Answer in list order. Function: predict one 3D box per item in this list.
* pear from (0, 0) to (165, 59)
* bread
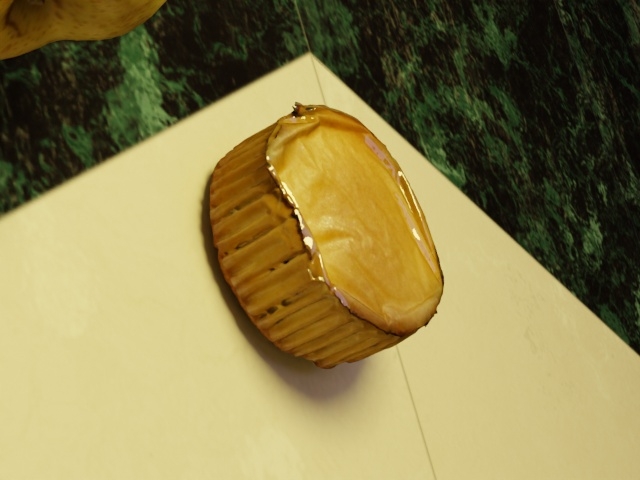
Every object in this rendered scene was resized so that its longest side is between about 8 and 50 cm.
[{"bbox_3d":[-0.192,-0.252,0.847,0.314,0.314,0.314,38,39,-38],"label":"pear"},{"bbox_3d":[0.001,0.000,1.150,0.199,0.104,0.199,33,42,-35],"label":"bread"}]
